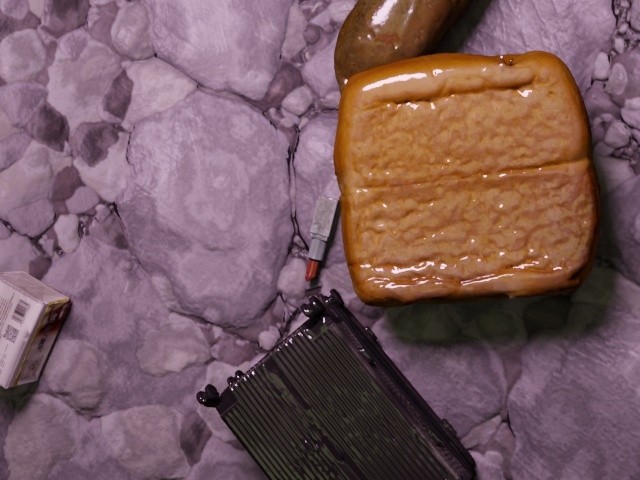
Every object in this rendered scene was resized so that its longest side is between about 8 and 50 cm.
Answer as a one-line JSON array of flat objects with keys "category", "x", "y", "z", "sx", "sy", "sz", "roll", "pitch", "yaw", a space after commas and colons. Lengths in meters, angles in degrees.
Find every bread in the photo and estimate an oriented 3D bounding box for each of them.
[{"category": "bread", "x": 0.188, "y": -0.083, "z": 1.143, "sx": 0.337, "sy": 0.148, "sz": 0.328, "roll": -8, "pitch": 97, "yaw": 10}]

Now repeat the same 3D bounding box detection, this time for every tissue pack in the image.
[{"category": "tissue pack", "x": -0.476, "y": 0.136, "z": 1.352, "sx": 0.106, "sy": 0.099, "sz": 0.148, "roll": 28, "pitch": 98, "yaw": 14}]

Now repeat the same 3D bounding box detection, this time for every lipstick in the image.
[{"category": "lipstick", "x": -0.001, "y": 0.000, "z": 1.267, "sx": 0.030, "sy": 0.030, "sz": 0.129, "roll": 16, "pitch": 96, "yaw": 13}]

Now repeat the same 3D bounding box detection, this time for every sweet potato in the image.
[{"category": "sweet potato", "x": 0.167, "y": -0.355, "z": 1.168, "sx": 0.423, "sy": 0.130, "sz": 0.130, "roll": -43, "pitch": 82, "yaw": 8}]

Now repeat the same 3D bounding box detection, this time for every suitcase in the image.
[{"category": "suitcase", "x": 0.029, "y": 0.267, "z": 1.204, "sx": 0.229, "sy": 0.152, "sz": 0.335, "roll": -41, "pitch": 82, "yaw": 12}]
